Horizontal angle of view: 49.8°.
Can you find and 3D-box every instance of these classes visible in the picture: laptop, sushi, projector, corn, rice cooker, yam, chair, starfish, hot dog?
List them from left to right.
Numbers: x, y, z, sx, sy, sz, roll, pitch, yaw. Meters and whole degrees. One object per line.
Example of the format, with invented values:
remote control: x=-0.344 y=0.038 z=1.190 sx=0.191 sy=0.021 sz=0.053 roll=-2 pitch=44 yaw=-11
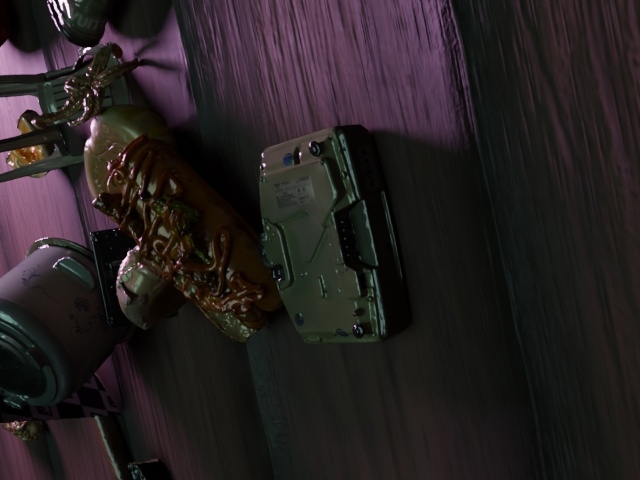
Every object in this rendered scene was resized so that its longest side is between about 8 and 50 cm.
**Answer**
corn: x=-0.855 y=0.464 z=1.895 sx=0.289 sy=0.098 sz=0.098 roll=23 pitch=116 yaw=40
sushi: x=-0.626 y=0.273 z=1.451 sx=0.339 sy=0.320 sz=0.069 roll=45 pitch=102 yaw=27
chair: x=-0.500 y=-0.240 z=1.279 sx=0.204 sy=0.274 sz=0.190 roll=72 pitch=160 yaw=2
rice cooker: x=-0.508 y=0.149 z=1.318 sx=0.264 sy=0.317 sz=0.317 roll=34 pitch=129 yaw=-1
starfish: x=-0.396 y=-0.257 z=1.155 sx=0.150 sy=0.209 sz=0.053 roll=31 pitch=157 yaw=46
yam: x=-0.452 y=0.460 z=1.513 sx=0.046 sy=0.046 sz=0.264 roll=-38 pitch=74 yaw=44
laptop: x=-0.340 y=0.062 z=1.252 sx=0.016 sy=0.129 sz=0.180 roll=-102 pitch=2 yaw=-84
hot dog: x=-0.192 y=0.001 z=1.015 sx=0.349 sy=0.117 sz=0.158 roll=47 pitch=124 yaw=5
projector: x=0.000 y=0.000 z=0.894 sx=0.193 sy=0.088 sz=0.270 roll=-10 pitch=93 yaw=44

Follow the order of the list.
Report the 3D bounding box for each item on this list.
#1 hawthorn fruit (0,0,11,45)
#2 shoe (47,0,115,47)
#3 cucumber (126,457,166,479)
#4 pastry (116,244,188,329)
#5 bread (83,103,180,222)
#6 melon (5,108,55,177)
hawthorn fruit: x=-0.786 y=-0.480 z=1.517 sx=0.202 sy=0.185 sz=0.185 roll=-23 pitch=83 yaw=50
shoe: x=-0.433 y=-0.498 z=1.203 sx=0.149 sy=0.109 sz=0.293 roll=-32 pitch=80 yaw=41
cucumber: x=-0.308 y=0.578 z=1.376 sx=0.072 sy=0.072 sz=0.300 roll=-33 pitch=76 yaw=45
pastry: x=-0.269 y=0.066 z=1.145 sx=0.088 sy=0.165 sz=0.166 roll=38 pitch=126 yaw=23
bread: x=-0.307 y=-0.124 z=1.163 sx=0.213 sy=0.104 sz=0.214 roll=12 pitch=111 yaw=33
melon: x=-0.608 y=-0.201 z=1.486 sx=0.128 sy=0.079 sz=0.160 roll=47 pitch=132 yaw=3
